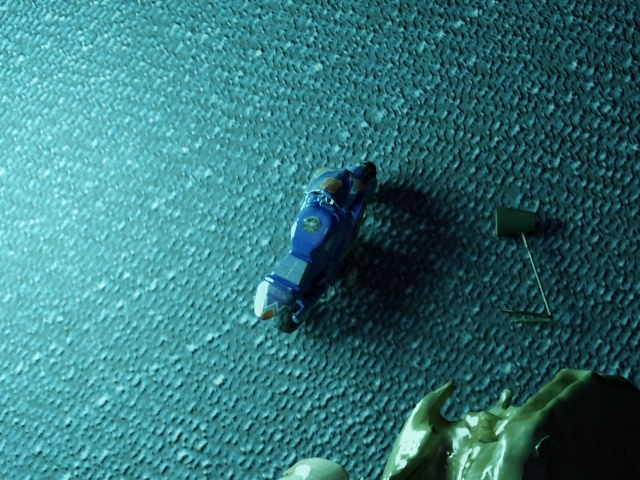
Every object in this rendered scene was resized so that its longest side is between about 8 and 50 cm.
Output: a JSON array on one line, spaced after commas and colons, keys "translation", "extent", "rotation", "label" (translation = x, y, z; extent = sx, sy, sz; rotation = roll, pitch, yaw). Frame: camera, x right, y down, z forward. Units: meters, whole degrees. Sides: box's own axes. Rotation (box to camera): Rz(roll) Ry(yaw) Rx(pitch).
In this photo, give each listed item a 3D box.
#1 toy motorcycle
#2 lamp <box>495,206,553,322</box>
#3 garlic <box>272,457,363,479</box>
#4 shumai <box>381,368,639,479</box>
[{"translation": [0.000, 0.000, 1.177], "extent": [0.076, 0.114, 0.205], "rotation": [26, 82, 21], "label": "toy motorcycle"}, {"translation": [0.204, 0.022, 1.155], "extent": [0.054, 0.041, 0.121], "rotation": [-1, 70, 7], "label": "lamp"}, {"translation": [-0.016, 0.264, 1.125], "extent": [0.094, 0.074, 0.113], "rotation": [19, 95, 11], "label": "garlic"}, {"translation": [0.171, 0.264, 1.009], "extent": [0.262, 0.314, 0.267], "rotation": [-10, 30, 48], "label": "shumai"}]
